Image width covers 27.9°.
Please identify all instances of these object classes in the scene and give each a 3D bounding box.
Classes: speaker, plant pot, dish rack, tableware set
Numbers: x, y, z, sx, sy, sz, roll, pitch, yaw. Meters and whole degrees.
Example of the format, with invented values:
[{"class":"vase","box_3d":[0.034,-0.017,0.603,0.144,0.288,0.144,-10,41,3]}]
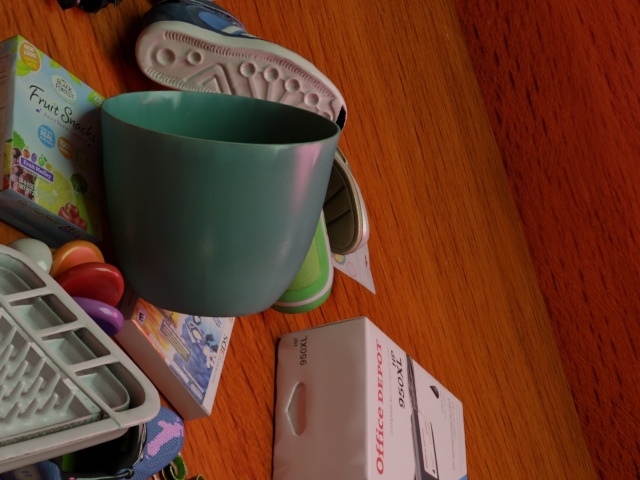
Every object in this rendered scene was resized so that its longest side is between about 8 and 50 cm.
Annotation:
[{"class":"speaker","box_3d":[-0.057,-0.032,1.955,0.131,0.131,0.296,-74,160,-49]},{"class":"plant pot","box_3d":[-0.133,-0.042,1.603,0.293,0.293,0.235,-32,132,-65]},{"class":"dish rack","box_3d":[-0.344,0.120,1.235,0.285,0.072,0.333,43,23,22]},{"class":"tableware set","box_3d":[-0.191,0.333,1.655,0.104,0.024,0.154,70,24,-7]}]

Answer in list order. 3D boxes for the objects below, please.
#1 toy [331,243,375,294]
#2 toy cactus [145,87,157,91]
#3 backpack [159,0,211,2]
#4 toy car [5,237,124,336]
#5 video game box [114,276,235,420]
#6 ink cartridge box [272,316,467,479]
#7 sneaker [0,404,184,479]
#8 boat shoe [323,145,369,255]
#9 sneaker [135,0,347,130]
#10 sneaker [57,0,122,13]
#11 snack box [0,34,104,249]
[{"class":"toy","box_3d":[0.000,0.000,2.221,0.237,0.056,0.137,38,34,-43]},{"class":"toy cactus","box_3d":[-0.200,-0.093,1.798,0.219,0.112,0.180,57,33,-25]},{"class":"backpack","box_3d":[-0.195,-0.453,1.963,0.173,0.158,0.117,-98,166,-44]},{"class":"toy car","box_3d":[-0.285,0.083,1.462,0.159,0.136,0.182,43,39,-51]},{"class":"video game box","box_3d":[-0.198,0.110,1.749,0.205,0.048,0.187,56,27,-35]},{"class":"ink cartridge box","box_3d":[0.092,0.338,2.096,0.395,0.166,0.285,43,39,-49]},{"class":"sneaker","box_3d":[-0.242,0.234,1.447,0.330,0.147,0.130,6,77,-64]},{"class":"boat shoe","box_3d":[0.011,-0.104,2.155,0.103,0.113,0.302,16,43,-56]},{"class":"sneaker","box_3d":[-0.109,-0.266,1.889,0.236,0.322,0.130,-84,-165,-66]},{"class":"sneaker","box_3d":[-0.296,-0.359,1.776,0.232,0.081,0.090,-16,94,-59]},{"class":"snack box","box_3d":[-0.337,-0.114,1.547,0.174,0.070,0.207,36,43,-55]}]
